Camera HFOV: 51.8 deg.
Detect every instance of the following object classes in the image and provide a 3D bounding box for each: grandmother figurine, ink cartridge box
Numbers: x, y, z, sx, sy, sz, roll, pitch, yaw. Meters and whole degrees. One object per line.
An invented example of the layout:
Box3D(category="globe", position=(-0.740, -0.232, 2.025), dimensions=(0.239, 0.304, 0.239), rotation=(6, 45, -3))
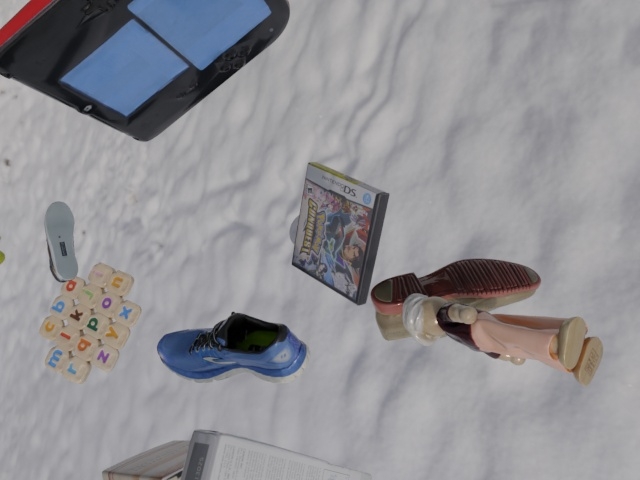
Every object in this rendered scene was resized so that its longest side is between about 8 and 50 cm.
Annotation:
Box3D(category="grandmother figurine", position=(0.274, 0.148, 1.080), dimensions=(0.342, 0.208, 0.104), rotation=(9, 57, 48))
Box3D(category="ink cartridge box", position=(-0.040, 0.239, 0.520), dimensions=(0.045, 0.179, 0.146), rotation=(-8, 61, 42))

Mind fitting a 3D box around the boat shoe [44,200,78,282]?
Box3D(category="boat shoe", position=(-0.601, 0.007, 1.510), dimensions=(0.083, 0.065, 0.184), rotation=(-18, 79, 56))

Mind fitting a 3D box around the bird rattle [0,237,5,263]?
Box3D(category="bird rattle", position=(-0.751, 0.070, 1.330), dimensions=(0.253, 0.143, 0.207), rotation=(-7, 112, 34))

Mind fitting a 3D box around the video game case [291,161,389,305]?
Box3D(category="video game case", position=(0.038, -0.021, 1.565), dimensions=(0.248, 0.035, 0.275), rotation=(29, 117, 41))

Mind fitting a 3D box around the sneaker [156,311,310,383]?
Box3D(category="sneaker", position=(-0.191, 0.202, 1.343), dimensions=(0.329, 0.147, 0.130), rotation=(-4, 45, 19))

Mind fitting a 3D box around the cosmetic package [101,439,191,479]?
Box3D(category="cosmetic package", position=(-0.224, 0.404, 1.053), dimensions=(0.296, 0.153, 0.129), rotation=(-25, 83, 52))

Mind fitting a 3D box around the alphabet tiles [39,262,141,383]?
Box3D(category="alphabet tiles", position=(-0.565, 0.199, 1.616), dimensions=(0.277, 0.021, 0.284), rotation=(17, 77, 30))

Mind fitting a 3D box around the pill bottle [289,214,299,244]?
Box3D(category="pill bottle", position=(0.000, 0.000, 1.912), dimensions=(0.111, 0.186, 0.112), rotation=(-11, 65, 25))

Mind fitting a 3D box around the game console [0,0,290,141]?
Box3D(category="game console", position=(-0.221, -0.293, 0.930), dimensions=(0.342, 0.386, 0.060), rotation=(-41, 76, 7))

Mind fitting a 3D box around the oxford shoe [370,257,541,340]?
Box3D(category="oxford shoe", position=(0.280, 0.127, 1.369), dimensions=(0.123, 0.347, 0.130), rotation=(-94, -5, -59))
